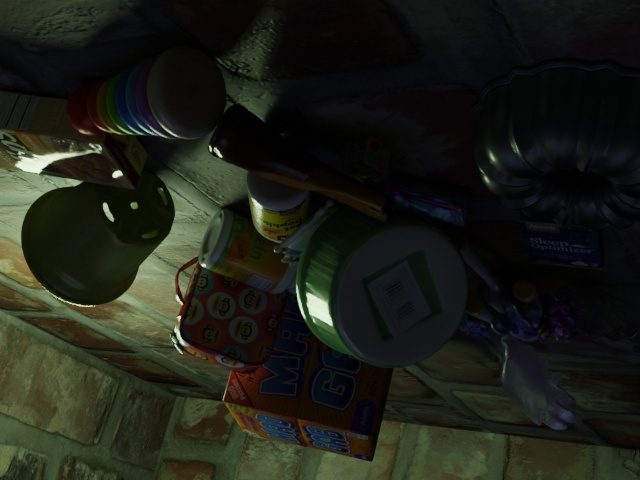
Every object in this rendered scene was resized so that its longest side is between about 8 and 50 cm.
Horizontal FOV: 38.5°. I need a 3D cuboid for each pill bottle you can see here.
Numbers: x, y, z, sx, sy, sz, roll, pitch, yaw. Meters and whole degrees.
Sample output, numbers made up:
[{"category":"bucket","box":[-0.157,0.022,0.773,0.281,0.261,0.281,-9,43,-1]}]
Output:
[{"category":"pill bottle","box":[-0.126,0.035,1.986,0.246,0.136,0.136,23,157,-21]},{"category":"pill bottle","box":[-0.074,-0.071,1.711,0.117,0.117,0.215,13,159,5]}]

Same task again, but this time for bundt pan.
[{"category":"bundt pan","box":[0.370,-0.115,1.310,0.331,0.124,0.331,13,159,5]}]

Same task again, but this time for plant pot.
[{"category":"plant pot","box":[-0.442,-0.031,1.905,0.276,0.276,0.254,27,145,-29]}]

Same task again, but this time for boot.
[{"category":"boot","box":[-0.025,-0.104,1.470,0.281,0.096,0.264,28,175,16]}]

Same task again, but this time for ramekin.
[{"category":"ramekin","box":[0.121,0.085,1.668,0.303,0.303,0.148,24,-178,-23]}]

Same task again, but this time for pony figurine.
[{"category":"pony figurine","box":[0.409,0.157,1.833,0.351,0.302,0.363,39,-179,39]}]

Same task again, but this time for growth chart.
[{"category":"growth chart","box":[0.000,0.000,1.780,0.172,0.021,0.237,-39,159,11]}]

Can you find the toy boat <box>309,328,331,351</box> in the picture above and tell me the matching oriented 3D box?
[{"category":"toy boat","box":[0.059,0.131,2.027,0.268,0.148,0.318,-10,162,-38]}]

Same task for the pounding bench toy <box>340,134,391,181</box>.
[{"category":"pounding bench toy","box":[0.090,-0.131,1.544,0.083,0.052,0.065,30,154,-34]}]

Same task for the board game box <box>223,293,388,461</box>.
[{"category":"board game box","box":[-0.003,0.314,2.298,0.357,0.356,0.356,11,158,8]}]

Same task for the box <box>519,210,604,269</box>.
[{"category":"box","box":[0.435,-0.010,1.651,0.137,0.036,0.225,5,156,22]}]

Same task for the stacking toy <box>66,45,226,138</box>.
[{"category":"stacking toy","box":[-0.307,-0.223,1.482,0.330,0.141,0.141,0,155,44]}]

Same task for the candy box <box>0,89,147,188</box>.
[{"category":"candy box","box":[-0.508,-0.193,1.729,0.317,0.087,0.183,9,158,13]}]

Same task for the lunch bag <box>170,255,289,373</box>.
[{"category":"lunch bag","box":[-0.209,0.134,2.074,0.258,0.293,0.120,22,157,-9]}]

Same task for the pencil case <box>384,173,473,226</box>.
[{"category":"pencil case","box":[0.187,-0.071,1.614,0.152,0.064,0.070,13,-179,2]}]
